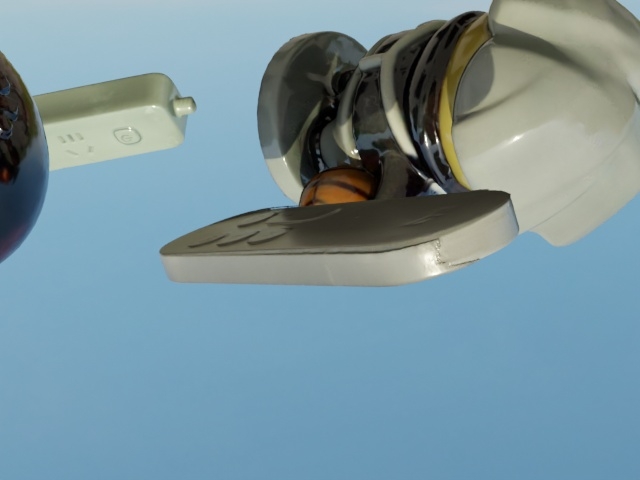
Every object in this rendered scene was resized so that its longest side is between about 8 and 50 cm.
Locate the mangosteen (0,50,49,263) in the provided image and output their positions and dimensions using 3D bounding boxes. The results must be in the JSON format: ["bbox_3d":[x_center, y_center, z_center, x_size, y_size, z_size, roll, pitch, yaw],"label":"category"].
[{"bbox_3d":[-0.273,-0.051,0.828,0.200,0.199,0.200,-9,-160,3],"label":"mangosteen"}]

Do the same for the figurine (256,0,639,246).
[{"bbox_3d":[0.079,-0.068,0.753,0.236,0.133,0.176,-3,-123,42],"label":"figurine"}]

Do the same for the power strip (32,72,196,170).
[{"bbox_3d":[-0.335,-0.134,1.611,0.385,0.091,0.062,-9,-127,15],"label":"power strip"}]

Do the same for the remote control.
[{"bbox_3d":[0.000,0.000,0.635,0.077,0.022,0.245,-26,-167,-33],"label":"remote control"}]
